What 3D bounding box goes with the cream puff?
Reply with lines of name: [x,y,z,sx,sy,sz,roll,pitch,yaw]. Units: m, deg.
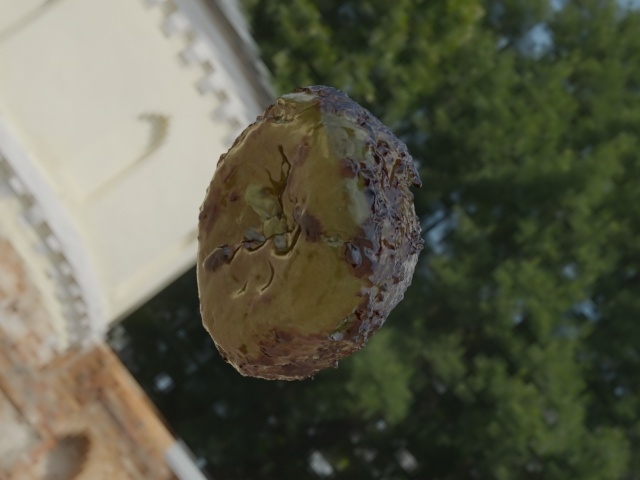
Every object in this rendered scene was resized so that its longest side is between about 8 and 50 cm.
cream puff: [0.000,0.000,0.920,0.084,0.149,0.149,12,5,-31]
